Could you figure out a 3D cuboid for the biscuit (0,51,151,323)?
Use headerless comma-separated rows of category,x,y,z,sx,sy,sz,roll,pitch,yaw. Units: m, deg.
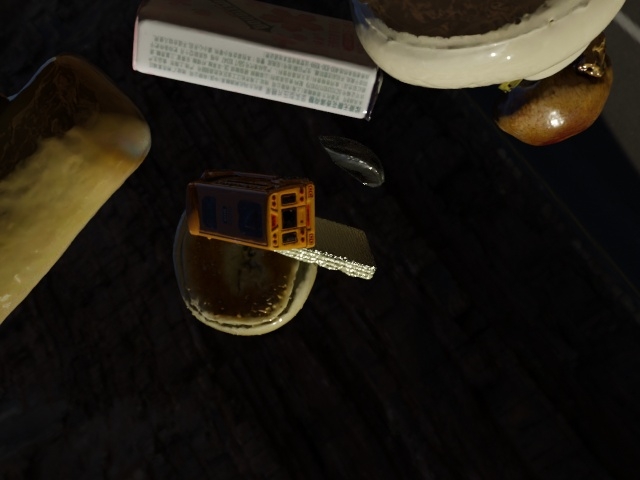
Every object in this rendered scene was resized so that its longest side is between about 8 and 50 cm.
biscuit,-0.289,-0.046,0.488,0.237,0.291,0.062,42,-176,-11

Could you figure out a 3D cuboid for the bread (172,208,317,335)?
bread,-0.143,0.033,1.399,0.306,0.305,0.159,55,-172,4

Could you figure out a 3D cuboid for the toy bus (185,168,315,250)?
toy bus,-0.094,-0.038,0.837,0.194,0.088,0.083,10,106,44

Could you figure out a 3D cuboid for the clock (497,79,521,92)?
clock,0.387,-0.342,1.186,0.057,0.237,0.237,37,-178,2

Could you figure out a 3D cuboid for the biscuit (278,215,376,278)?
biscuit,0.000,0.000,1.259,0.199,0.041,0.121,18,-145,-24

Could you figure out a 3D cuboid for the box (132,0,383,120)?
box,-0.084,-0.298,1.093,0.190,0.369,0.112,-88,9,-53

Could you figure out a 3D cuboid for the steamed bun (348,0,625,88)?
steamed bun,0.140,-0.207,0.592,0.131,0.228,0.177,53,-157,-66

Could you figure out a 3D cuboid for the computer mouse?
computer mouse,0.057,-0.140,1.174,0.135,0.047,0.079,32,-160,-16

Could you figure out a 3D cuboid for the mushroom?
mushroom,0.481,-0.309,1.442,0.195,0.263,0.283,54,161,21
